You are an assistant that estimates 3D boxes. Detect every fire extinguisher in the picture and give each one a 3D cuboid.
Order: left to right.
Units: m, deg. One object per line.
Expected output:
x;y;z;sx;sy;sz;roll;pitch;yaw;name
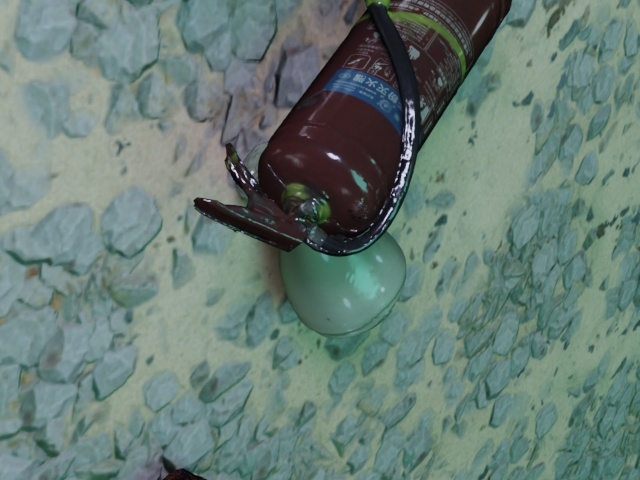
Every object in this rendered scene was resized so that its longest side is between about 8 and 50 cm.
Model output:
0.031;-0.111;0.880;0.341;0.141;0.105;-56;-178;-36;fire extinguisher

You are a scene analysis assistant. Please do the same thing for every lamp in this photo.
0.000;0.000;0.968;0.106;0.106;0.193;-50;130;-19;lamp

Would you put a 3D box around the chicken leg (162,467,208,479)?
-0.112;0.326;1.032;0.177;0.083;0.322;-34;133;-55;chicken leg
